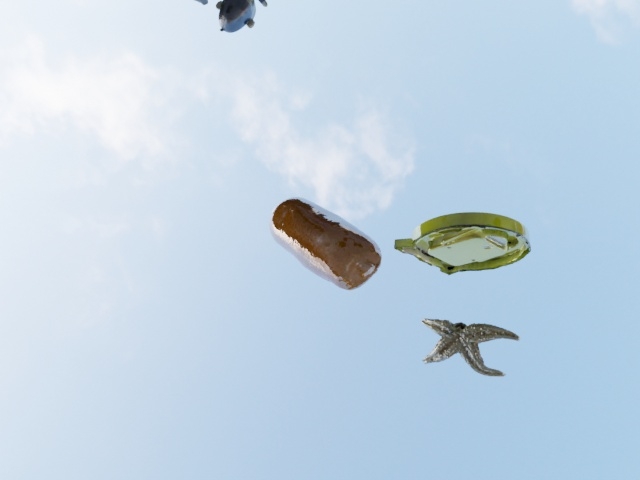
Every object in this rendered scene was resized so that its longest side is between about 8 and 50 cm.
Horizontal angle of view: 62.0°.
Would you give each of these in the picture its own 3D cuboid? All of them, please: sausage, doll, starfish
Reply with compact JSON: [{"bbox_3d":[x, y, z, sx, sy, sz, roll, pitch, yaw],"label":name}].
[{"bbox_3d":[0.000,0.000,0.835,0.098,0.098,0.238,-41,-136,-14],"label":"sausage"},{"bbox_3d":[-0.161,-0.512,1.121,0.102,0.089,0.179,31,-96,-2],"label":"doll"},{"bbox_3d":[0.340,0.253,1.247,0.248,0.138,0.050,4,-159,41],"label":"starfish"}]

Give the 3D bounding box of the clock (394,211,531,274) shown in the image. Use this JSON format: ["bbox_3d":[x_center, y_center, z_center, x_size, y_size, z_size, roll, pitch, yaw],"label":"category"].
[{"bbox_3d":[0.357,-0.002,1.296,0.294,0.277,0.071,-14,-120,41],"label":"clock"}]

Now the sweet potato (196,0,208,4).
[{"bbox_3d":[-0.314,-0.543,0.893,0.079,0.346,0.108,0,-137,35],"label":"sweet potato"}]
